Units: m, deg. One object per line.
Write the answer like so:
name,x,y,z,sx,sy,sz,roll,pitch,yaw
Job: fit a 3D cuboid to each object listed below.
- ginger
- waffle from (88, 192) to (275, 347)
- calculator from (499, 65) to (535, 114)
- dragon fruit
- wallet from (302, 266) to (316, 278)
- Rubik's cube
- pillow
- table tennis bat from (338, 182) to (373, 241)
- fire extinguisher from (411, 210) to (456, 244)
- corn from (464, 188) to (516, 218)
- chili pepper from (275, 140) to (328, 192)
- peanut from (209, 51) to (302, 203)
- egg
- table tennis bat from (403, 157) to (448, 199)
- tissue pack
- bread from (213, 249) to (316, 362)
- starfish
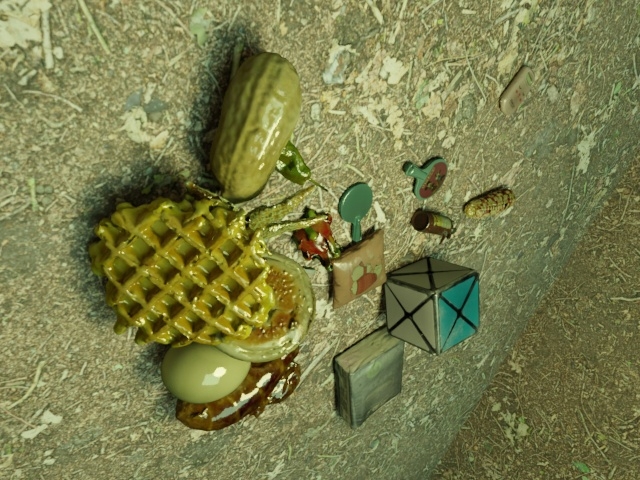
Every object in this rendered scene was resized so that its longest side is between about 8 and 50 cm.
ginger,-0.229,0.452,1.491,0.418,0.176,0.254,-27,133,-31
waffle,-0.289,0.078,1.049,0.381,0.095,0.380,-3,119,1
calculator,0.670,-0.510,1.683,0.175,0.032,0.100,-55,140,5
dragon fruit,0.000,0.000,1.411,0.138,0.175,0.142,-40,171,3
wallet,-0.120,0.125,1.450,0.232,0.025,0.119,10,112,-47
Rubik's cube,0.403,0.232,1.795,0.260,0.254,0.259,-21,111,-31
pillow,0.122,0.099,1.609,0.223,0.084,0.236,-27,133,-24
table tennis bat,0.109,-0.081,1.498,0.124,0.033,0.201,-25,132,-25
fire extinguisher,0.414,-0.048,1.788,0.252,0.075,0.106,7,143,-47
corn,0.661,-0.140,1.927,0.253,0.086,0.086,-18,131,-31
chili pepper,-0.069,-0.183,1.220,0.072,0.073,0.204,-35,130,10
peanut,-0.146,-0.224,1.044,0.158,0.174,0.340,18,109,-24
egg,-0.301,0.333,1.316,0.241,0.186,0.186,-3,122,-41
table tennis bat,0.342,-0.209,1.616,0.244,0.040,0.153,11,113,-52
tissue pack,0.201,0.557,2.014,0.288,0.124,0.394,-27,135,-25
bread,-0.164,0.168,1.272,0.305,0.306,0.159,-33,177,-19
starfish,-0.169,-0.045,1.093,0.357,0.078,0.347,-22,149,35
